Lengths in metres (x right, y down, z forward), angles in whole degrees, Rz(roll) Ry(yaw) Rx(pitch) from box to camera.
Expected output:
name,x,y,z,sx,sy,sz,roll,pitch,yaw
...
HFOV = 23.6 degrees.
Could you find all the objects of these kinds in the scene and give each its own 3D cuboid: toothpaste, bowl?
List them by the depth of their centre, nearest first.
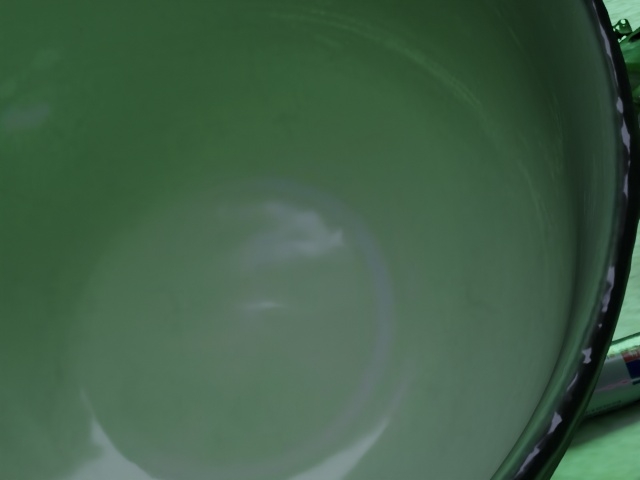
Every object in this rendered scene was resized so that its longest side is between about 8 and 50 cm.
name,x,y,z,sx,sy,sz,roll,pitch,yaw
bowl,-0.050,0.016,0.596,0.354,0.353,0.185,-20,-27,5
toothpaste,0.132,0.054,0.646,0.170,0.028,0.045,-19,28,-2

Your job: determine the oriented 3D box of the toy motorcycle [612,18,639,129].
name,x,y,z,sx,sy,sz,roll,pitch,yaw
toy motorcycle,0.237,-0.114,0.875,0.275,0.127,0.205,-26,20,-27
